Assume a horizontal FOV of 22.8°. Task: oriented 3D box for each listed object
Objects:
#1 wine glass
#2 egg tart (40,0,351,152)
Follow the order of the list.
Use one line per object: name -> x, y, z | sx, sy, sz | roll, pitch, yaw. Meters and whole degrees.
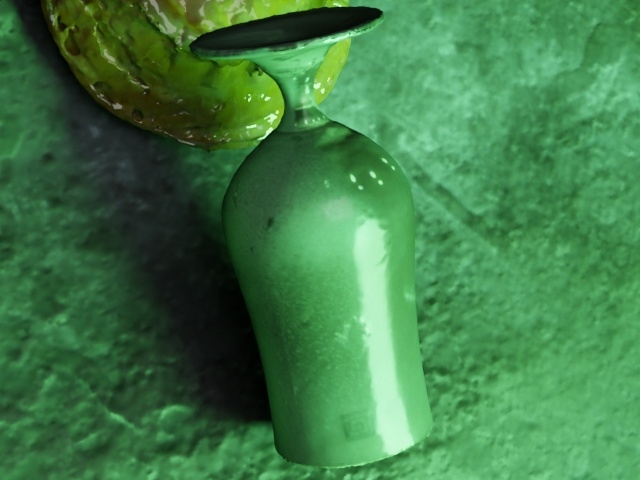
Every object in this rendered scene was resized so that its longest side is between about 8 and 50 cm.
wine glass -> 0.000, 0.000, 0.835 | 0.103, 0.103, 0.231 | -17, 109, -27
egg tart -> -0.063, -0.142, 0.887 | 0.191, 0.074, 0.191 | 4, 79, -23
